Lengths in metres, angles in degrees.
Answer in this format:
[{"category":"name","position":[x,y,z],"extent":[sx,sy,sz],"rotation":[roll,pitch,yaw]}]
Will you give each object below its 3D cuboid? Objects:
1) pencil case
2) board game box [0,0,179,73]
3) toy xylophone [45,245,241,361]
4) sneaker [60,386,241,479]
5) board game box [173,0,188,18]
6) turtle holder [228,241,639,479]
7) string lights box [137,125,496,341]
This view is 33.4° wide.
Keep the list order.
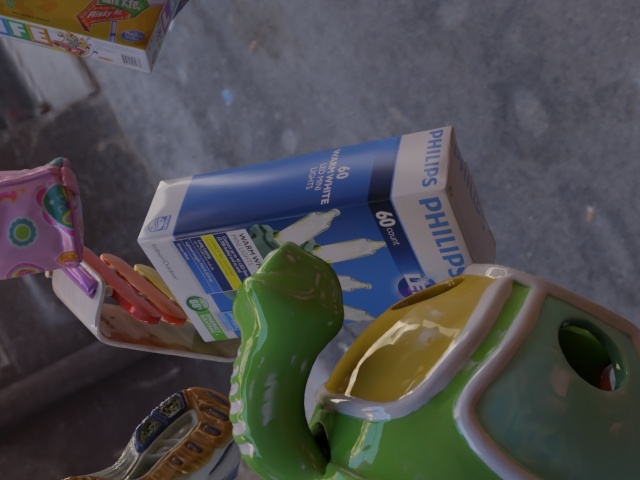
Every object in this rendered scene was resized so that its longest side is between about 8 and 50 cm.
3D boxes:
[{"category":"pencil case","position":[-0.383,-0.013,1.070],"extent":[0.124,0.284,0.124],"rotation":[174,90,-77]},{"category":"board game box","position":[-0.160,-0.167,0.647],"extent":[0.154,0.103,0.026],"rotation":[14,157,5]},{"category":"toy xylophone","position":[-0.229,0.074,1.420],"extent":[0.236,0.322,0.081],"rotation":[33,101,34]},{"category":"sneaker","position":[-0.183,0.273,1.013],"extent":[0.112,0.296,0.131],"rotation":[34,144,35]},{"category":"board game box","position":[-0.169,-0.264,0.740],"extent":[0.243,0.165,0.042],"rotation":[40,179,8]},{"category":"turtle holder","position":[0.092,0.132,0.754],"extent":[0.320,0.227,0.243],"rotation":[22,173,11]},{"category":"string lights box","position":[0.000,0.000,0.871],"extent":[0.259,0.077,0.133],"rotation":[-9,133,22]}]
